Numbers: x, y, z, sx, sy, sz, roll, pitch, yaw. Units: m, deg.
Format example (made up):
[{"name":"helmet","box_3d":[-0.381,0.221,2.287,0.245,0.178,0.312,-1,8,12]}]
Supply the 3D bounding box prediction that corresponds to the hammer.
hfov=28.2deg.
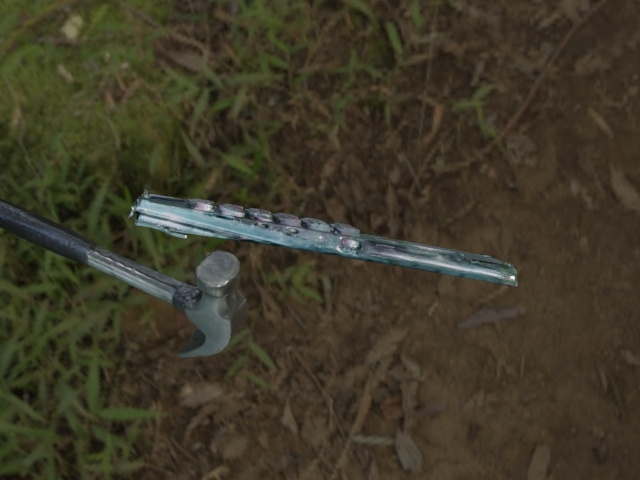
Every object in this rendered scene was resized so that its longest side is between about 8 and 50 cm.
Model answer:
[{"name":"hammer","box_3d":[-0.160,0.006,0.818,0.246,0.103,0.029,22,55,15]}]

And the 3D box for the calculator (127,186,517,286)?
[{"name":"calculator","box_3d":[0.000,0.000,0.572,0.172,0.057,0.018,10,95,-6]}]
